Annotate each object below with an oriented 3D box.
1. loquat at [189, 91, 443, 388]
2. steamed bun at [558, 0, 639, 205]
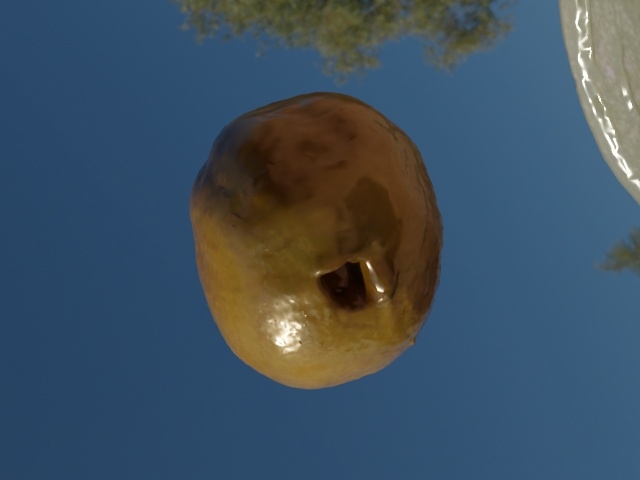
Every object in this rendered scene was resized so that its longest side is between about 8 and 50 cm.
[{"bbox_3d":[0.000,0.000,0.791,0.193,0.238,0.238,-19,-103,-14],"label":"loquat"},{"bbox_3d":[0.294,-0.080,0.514,0.383,0.236,0.247,38,-121,7],"label":"steamed bun"}]
